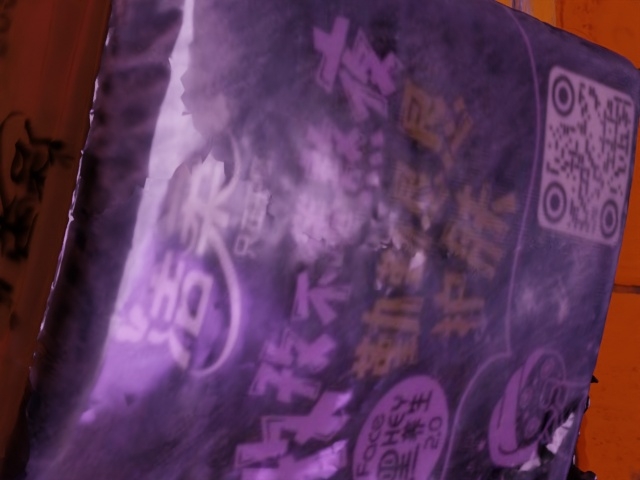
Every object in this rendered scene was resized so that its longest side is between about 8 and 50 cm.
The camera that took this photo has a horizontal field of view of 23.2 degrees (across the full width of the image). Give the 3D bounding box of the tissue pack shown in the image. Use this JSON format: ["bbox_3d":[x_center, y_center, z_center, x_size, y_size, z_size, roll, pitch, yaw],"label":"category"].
[{"bbox_3d":[0.000,0.000,0.683,0.361,0.122,0.259,10,92,-46],"label":"tissue pack"}]
